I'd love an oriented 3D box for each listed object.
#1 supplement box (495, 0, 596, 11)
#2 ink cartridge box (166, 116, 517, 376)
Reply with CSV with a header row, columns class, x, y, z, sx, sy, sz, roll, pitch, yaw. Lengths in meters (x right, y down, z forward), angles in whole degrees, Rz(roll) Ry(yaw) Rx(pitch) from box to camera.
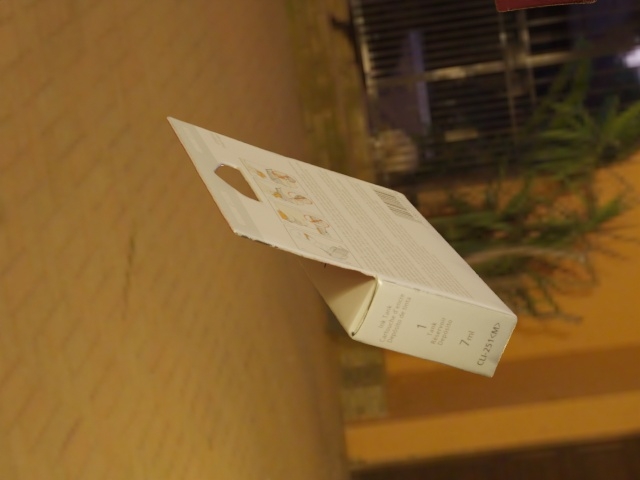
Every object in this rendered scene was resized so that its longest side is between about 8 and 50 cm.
class,x,y,z,sx,sy,sz,roll,pitch,yaw
supplement box,0.247,-0.305,1.428,0.188,0.104,0.081,-49,130,-47
ink cartridge box,0.000,0.000,1.152,0.060,0.239,0.275,-68,-157,15
